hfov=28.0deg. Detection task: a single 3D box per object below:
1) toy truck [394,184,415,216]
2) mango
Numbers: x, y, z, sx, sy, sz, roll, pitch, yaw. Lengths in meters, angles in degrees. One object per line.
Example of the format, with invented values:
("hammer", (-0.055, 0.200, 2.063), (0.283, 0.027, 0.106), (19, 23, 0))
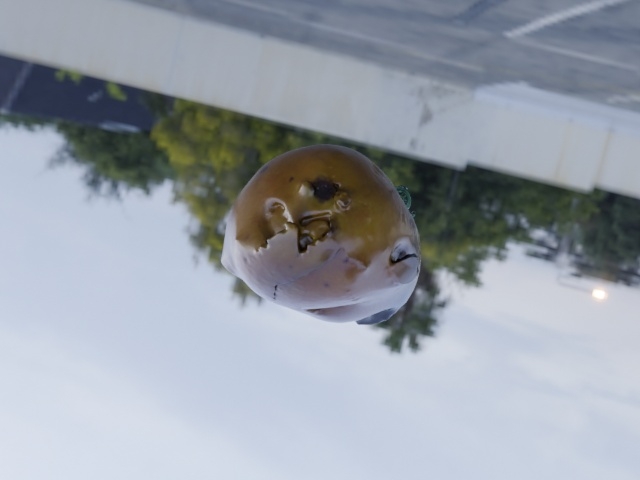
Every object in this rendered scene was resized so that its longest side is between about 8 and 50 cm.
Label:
("toy truck", (0.026, -0.035, 1.476), (0.154, 0.078, 0.080), (18, 162, -14))
("mango", (0.000, 0.000, 1.268), (0.201, 0.153, 0.287), (-10, 167, -4))
